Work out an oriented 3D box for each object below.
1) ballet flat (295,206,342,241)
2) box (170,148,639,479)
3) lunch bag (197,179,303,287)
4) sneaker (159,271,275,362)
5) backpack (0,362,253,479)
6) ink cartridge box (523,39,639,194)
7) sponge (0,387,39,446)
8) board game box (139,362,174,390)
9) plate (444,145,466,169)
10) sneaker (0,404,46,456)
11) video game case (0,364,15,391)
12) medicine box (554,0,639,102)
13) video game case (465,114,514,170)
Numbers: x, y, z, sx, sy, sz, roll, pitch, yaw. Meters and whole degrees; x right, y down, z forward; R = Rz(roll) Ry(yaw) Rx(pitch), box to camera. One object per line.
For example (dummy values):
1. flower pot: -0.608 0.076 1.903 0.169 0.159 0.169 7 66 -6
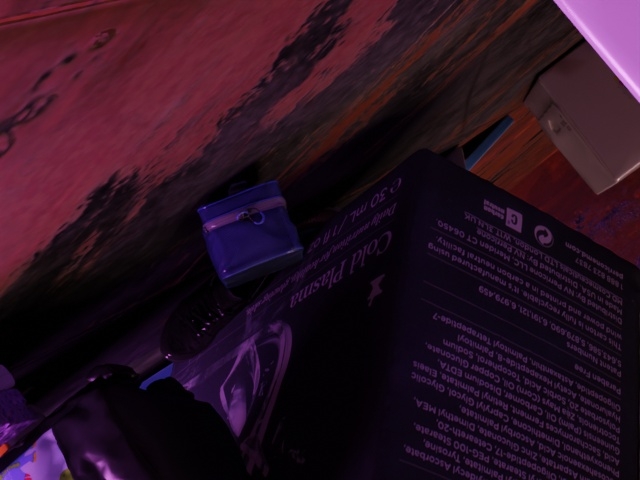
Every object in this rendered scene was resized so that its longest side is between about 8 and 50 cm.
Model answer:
1. ballet flat: 0.000 0.000 1.307 0.067 0.073 0.206 -64 -171 -27
2. box: 0.042 0.255 1.159 0.480 0.297 0.471 -38 -146 47
3. lunch bag: -0.054 -0.008 0.900 0.067 0.065 0.098 -21 173 -6
4. sneaker: -0.093 0.051 1.174 0.170 0.051 0.089 -42 175 -6
5. backpack: -0.212 0.288 0.893 0.355 0.273 0.290 -29 165 2
6. ink cartridge box: 0.411 -0.197 1.576 0.233 0.168 0.171 -37 174 1
7. sponge: -0.264 0.145 0.781 0.117 0.031 0.210 -38 174 0
8. board game box: -0.216 0.242 1.639 0.254 0.079 0.336 -32 172 -14
9. plate: 0.145 0.060 1.589 0.278 0.045 0.277 -90 -169 -49
10. sneaker: -0.325 0.238 1.054 0.262 0.099 0.121 -39 178 20
11. video game case: -0.333 0.169 0.829 0.193 0.023 0.212 -40 174 21
12. medicine box: 0.268 -0.136 0.726 0.149 0.289 0.263 -41 172 24
13. video game case: 0.206 -0.105 1.725 0.119 0.015 0.166 -47 177 -23
